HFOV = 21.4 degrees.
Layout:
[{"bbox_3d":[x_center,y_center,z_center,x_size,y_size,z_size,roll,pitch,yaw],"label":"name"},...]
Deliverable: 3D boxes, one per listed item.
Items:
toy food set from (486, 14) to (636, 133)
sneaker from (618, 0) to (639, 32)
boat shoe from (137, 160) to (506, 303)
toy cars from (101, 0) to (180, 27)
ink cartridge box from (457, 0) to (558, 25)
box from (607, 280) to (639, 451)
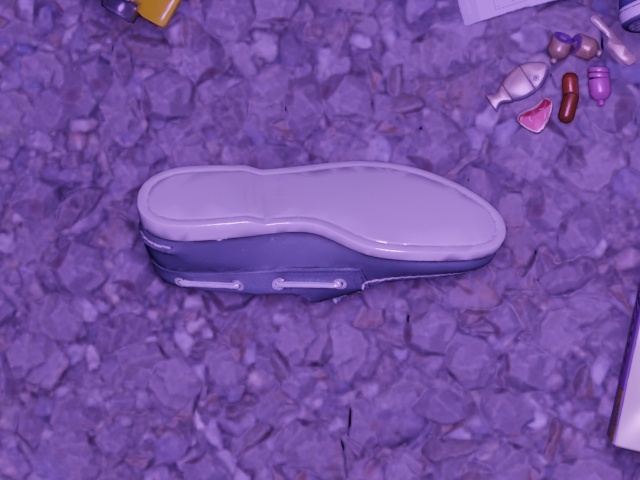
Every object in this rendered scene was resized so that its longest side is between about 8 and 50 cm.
[{"bbox_3d":[0.214,-0.139,1.484,0.122,0.019,0.078,-42,83,4],"label":"toy food set"},{"bbox_3d":[0.313,-0.274,1.414,0.226,0.086,0.163,-24,88,-25],"label":"sneaker"},{"bbox_3d":[0.000,0.000,1.486,0.320,0.116,0.099,3,131,1],"label":"boat shoe"},{"bbox_3d":[-0.287,-0.239,1.526,0.394,0.087,0.176,-11,82,10],"label":"toy cars"},{"bbox_3d":[0.199,-0.279,1.491,0.179,0.045,0.145,-15,86,25],"label":"ink cartridge box"},{"bbox_3d":[0.380,0.089,1.405,0.243,0.117,0.213,12,90,7],"label":"box"}]
